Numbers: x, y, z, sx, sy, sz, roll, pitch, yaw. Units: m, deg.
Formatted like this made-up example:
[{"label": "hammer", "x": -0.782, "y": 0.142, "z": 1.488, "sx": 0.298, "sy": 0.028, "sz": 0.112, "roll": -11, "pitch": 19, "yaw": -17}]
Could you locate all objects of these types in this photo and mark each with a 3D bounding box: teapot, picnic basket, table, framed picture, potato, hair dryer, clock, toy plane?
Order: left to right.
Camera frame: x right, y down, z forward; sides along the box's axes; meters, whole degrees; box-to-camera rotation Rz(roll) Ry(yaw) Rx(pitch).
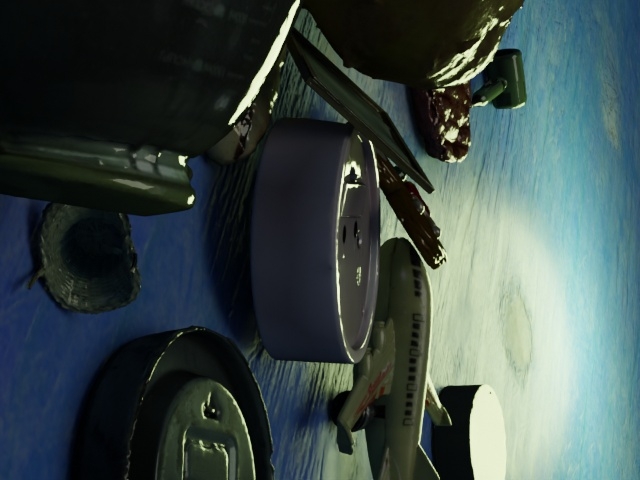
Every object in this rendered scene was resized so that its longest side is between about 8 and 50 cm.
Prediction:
[{"label": "teapot", "x": -0.134, "y": -0.132, "z": 0.746, "sx": 0.321, "sy": 0.240, "sz": 0.239, "roll": 10, "pitch": 88, "yaw": -72}, {"label": "picnic basket", "x": -0.143, "y": 0.011, "z": 0.907, "sx": 0.083, "sy": 0.065, "sz": 0.083, "roll": -99, "pitch": -177, "yaw": -67}, {"label": "clock", "x": -0.093, "y": 0.171, "z": 0.997, "sx": 0.226, "sy": 0.049, "sz": 0.226, "roll": -7, "pitch": 90, "yaw": -69}, {"label": "clock", "x": 0.000, "y": 0.000, "z": 1.183, "sx": 0.197, "sy": 0.068, "sz": 0.196, "roll": 1, "pitch": 90, "yaw": -78}, {"label": "framed picture", "x": 0.024, "y": -0.115, "z": 1.207, "sx": 0.136, "sy": 0.010, "sz": 0.201, "roll": 42, "pitch": 11, "yaw": -21}, {"label": "toy plane", "x": 0.062, "y": 0.120, "z": 1.323, "sx": 0.229, "sy": 0.092, "sz": 0.244, "roll": 5, "pitch": 79, "yaw": -65}, {"label": "potato", "x": 0.071, "y": -0.253, "z": 1.253, "sx": 0.289, "sy": 0.301, "sz": 0.237, "roll": 7, "pitch": 90, "yaw": -39}, {"label": "table", "x": 0.162, "y": 0.222, "z": 1.597, "sx": 0.133, "sy": 0.043, "sz": 0.133, "roll": -5, "pitch": 90, "yaw": -67}, {"label": "hair dryer", "x": 0.214, "y": -0.186, "z": 1.835, "sx": 0.150, "sy": 0.047, "sz": 0.071, "roll": -40, "pitch": 122, "yaw": -56}]

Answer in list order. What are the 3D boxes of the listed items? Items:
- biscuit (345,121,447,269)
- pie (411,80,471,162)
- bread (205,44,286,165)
[{"label": "biscuit", "x": 0.076, "y": -0.036, "z": 1.335, "sx": 0.138, "sy": 0.031, "sz": 0.205, "roll": 56, "pitch": 5, "yaw": -21}, {"label": "pie", "x": 0.134, "y": -0.159, "z": 1.639, "sx": 0.153, "sy": 0.038, "sz": 0.153, "roll": -3, "pitch": 90, "yaw": -67}, {"label": "bread", "x": -0.054, "y": -0.156, "z": 1.164, "sx": 0.073, "sy": 0.053, "sz": 0.214, "roll": 47, "pitch": 44, "yaw": -51}]
